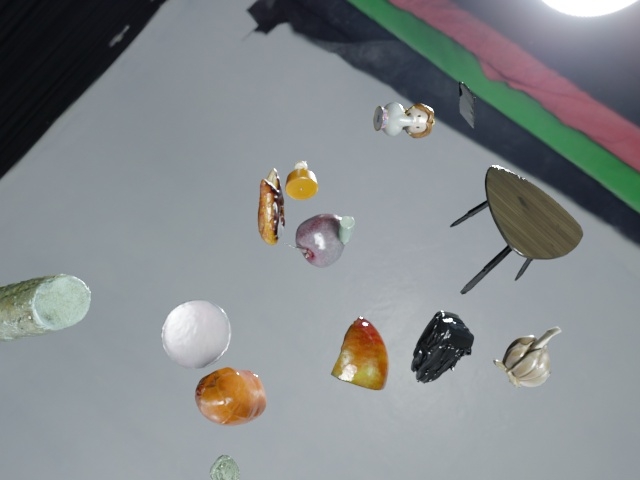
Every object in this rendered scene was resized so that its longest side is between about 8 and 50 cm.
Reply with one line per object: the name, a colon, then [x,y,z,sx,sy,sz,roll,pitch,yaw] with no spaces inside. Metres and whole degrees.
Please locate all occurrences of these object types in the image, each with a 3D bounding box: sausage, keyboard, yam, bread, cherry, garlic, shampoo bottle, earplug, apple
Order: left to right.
yam: [-0.516,0.121,0.941,0.194,0.107,0.107,-12,-34,28]
earplug: [-0.322,0.258,1.444,0.172,0.172,0.301,40,-11,3]
sausage: [-0.208,0.379,1.250,0.133,0.133,0.258,39,-4,22]
bread: [-0.180,-0.114,1.853,0.139,0.095,0.269,-61,147,-62]
cherry: [0.000,0.000,2.136,0.213,0.266,0.183,60,-16,-24]
shampoo bottle: [0.096,-0.028,2.005,0.056,0.056,0.195,39,-21,16]
apple: [0.142,0.400,1.789,0.254,0.179,0.346,63,10,15]
keyboard: [0.428,-0.393,1.513,0.074,0.015,0.196,62,7,20]
garlic: [0.572,0.304,1.414,0.127,0.194,0.131,29,10,-41]

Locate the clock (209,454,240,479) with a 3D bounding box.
clock: [-0.227,0.558,1.246,0.083,0.074,0.010,31,-9,30]

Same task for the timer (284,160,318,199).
timer: [-0.079,-0.261,2.091,0.132,0.132,0.152,43,33,-45]

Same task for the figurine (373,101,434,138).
figurine: [0.355,-0.496,2.147,0.263,0.142,0.189,-1,22,-18]

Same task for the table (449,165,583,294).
table: [0.496,0.011,1.443,0.317,0.317,0.249,40,-44,6]

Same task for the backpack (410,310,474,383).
backpack: [0.413,0.384,1.806,0.206,0.258,0.133,19,20,-38]
